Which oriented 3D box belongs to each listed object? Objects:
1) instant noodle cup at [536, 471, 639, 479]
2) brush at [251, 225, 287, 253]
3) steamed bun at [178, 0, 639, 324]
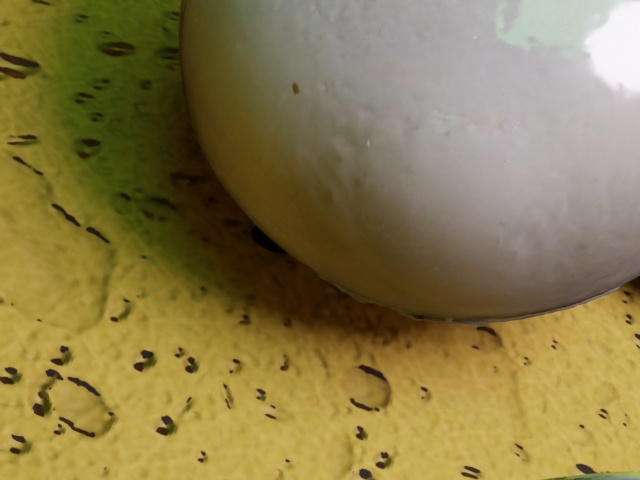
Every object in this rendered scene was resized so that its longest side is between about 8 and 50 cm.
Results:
[{"bbox_3d":[0.153,0.204,0.597,0.205,0.205,0.153,16,56,-12],"label":"instant noodle cup"},{"bbox_3d":[0.000,0.000,0.805,0.083,0.008,0.024,7,49,-19],"label":"brush"},{"bbox_3d":[0.078,-0.120,0.743,0.324,0.206,0.324,-5,47,5],"label":"steamed bun"}]
